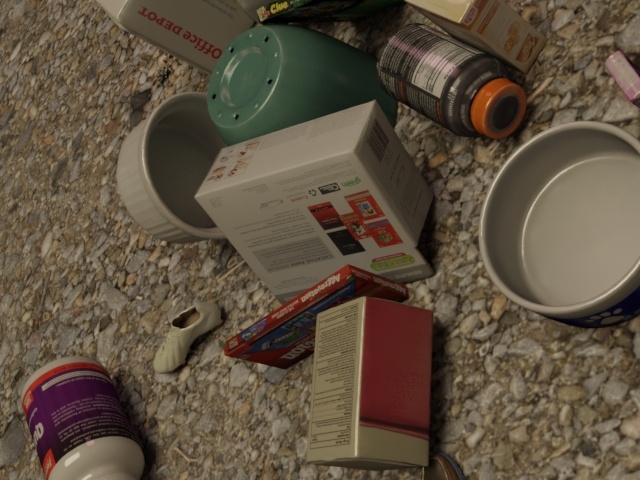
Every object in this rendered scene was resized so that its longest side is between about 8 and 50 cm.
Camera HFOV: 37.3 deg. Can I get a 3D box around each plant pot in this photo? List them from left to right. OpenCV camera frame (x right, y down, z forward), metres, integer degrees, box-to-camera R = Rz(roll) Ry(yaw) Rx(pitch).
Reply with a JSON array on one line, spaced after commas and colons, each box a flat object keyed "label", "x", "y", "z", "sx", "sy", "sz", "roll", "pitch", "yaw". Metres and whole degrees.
[{"label": "plant pot", "x": -0.051, "y": -0.239, "z": 1.645, "sx": 0.293, "sy": 0.235, "sz": 0.293, "roll": -18, "pitch": 62, "yaw": 38}]

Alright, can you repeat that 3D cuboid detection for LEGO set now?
[{"label": "LEGO set", "x": -0.357, "y": -0.393, "z": 2.152, "sx": 0.054, "sy": 0.023, "sz": 0.083, "roll": -20, "pitch": 61, "yaw": 38}]

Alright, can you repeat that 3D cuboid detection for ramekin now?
[{"label": "ramekin", "x": -0.243, "y": -0.125, "z": 1.765, "sx": 0.135, "sy": 0.277, "sz": 0.277, "roll": -18, "pitch": 62, "yaw": 48}]

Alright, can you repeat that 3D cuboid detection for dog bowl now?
[{"label": "dog bowl", "x": 0.349, "y": -0.019, "z": 1.265, "sx": 0.265, "sy": 0.104, "sz": 0.264, "roll": -18, "pitch": 62, "yaw": 38}]

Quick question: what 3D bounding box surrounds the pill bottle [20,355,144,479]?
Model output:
[{"label": "pill bottle", "x": -0.451, "y": 0.385, "z": 1.815, "sx": 0.181, "sy": 0.181, "sz": 0.323, "roll": -52, "pitch": 46, "yaw": 16}]

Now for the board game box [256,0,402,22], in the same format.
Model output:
[{"label": "board game box", "x": 0.025, "y": -0.408, "z": 1.635, "sx": 0.136, "sy": 0.260, "sz": 0.030, "roll": -15, "pitch": 91, "yaw": 40}]

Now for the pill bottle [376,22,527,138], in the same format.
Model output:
[{"label": "pill bottle", "x": 0.206, "y": -0.242, "z": 1.474, "sx": 0.246, "sy": 0.130, "sz": 0.130, "roll": 40, "pitch": 103, "yaw": 44}]

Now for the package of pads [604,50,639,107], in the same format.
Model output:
[{"label": "package of pads", "x": 0.430, "y": -0.219, "z": 1.306, "sx": 0.032, "sy": 0.050, "sz": 0.083, "roll": -41, "pitch": 50, "yaw": 25}]

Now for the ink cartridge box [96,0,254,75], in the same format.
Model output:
[{"label": "ink cartridge box", "x": -0.240, "y": -0.571, "z": 1.927, "sx": 0.384, "sy": 0.279, "sz": 0.160, "roll": -57, "pitch": 44, "yaw": 11}]

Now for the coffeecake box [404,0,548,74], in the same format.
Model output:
[{"label": "coffeecake box", "x": 0.234, "y": -0.339, "z": 1.445, "sx": 0.142, "sy": 0.185, "sz": 0.068, "roll": 39, "pitch": 102, "yaw": 45}]

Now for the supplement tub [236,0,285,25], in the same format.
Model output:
[{"label": "supplement tub", "x": -0.004, "y": -0.523, "z": 1.744, "sx": 0.316, "sy": 0.194, "sz": 0.193, "roll": -9, "pitch": 68, "yaw": 41}]

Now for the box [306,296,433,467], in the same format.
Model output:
[{"label": "box", "x": 0.074, "y": 0.215, "z": 1.395, "sx": 0.149, "sy": 0.127, "sz": 0.232, "roll": -27, "pitch": 55, "yaw": 58}]

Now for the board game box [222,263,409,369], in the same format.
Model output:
[{"label": "board game box", "x": -0.010, "y": 0.129, "z": 1.521, "sx": 0.281, "sy": 0.145, "sz": 0.027, "roll": -34, "pitch": 56, "yaw": 30}]

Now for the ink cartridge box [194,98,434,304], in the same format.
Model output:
[{"label": "ink cartridge box", "x": 0.007, "y": -0.047, "z": 1.523, "sx": 0.309, "sy": 0.272, "sz": 0.130, "roll": -13, "pitch": 38, "yaw": 32}]

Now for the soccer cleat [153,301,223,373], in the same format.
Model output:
[{"label": "soccer cleat", "x": -0.266, "y": 0.180, "z": 1.796, "sx": 0.196, "sy": 0.076, "sz": 0.068, "roll": -44, "pitch": 48, "yaw": 22}]

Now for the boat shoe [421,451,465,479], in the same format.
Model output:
[{"label": "boat shoe", "x": 0.168, "y": 0.379, "z": 1.305, "sx": 0.066, "sy": 0.066, "sz": 0.183, "roll": -31, "pitch": 54, "yaw": 32}]
